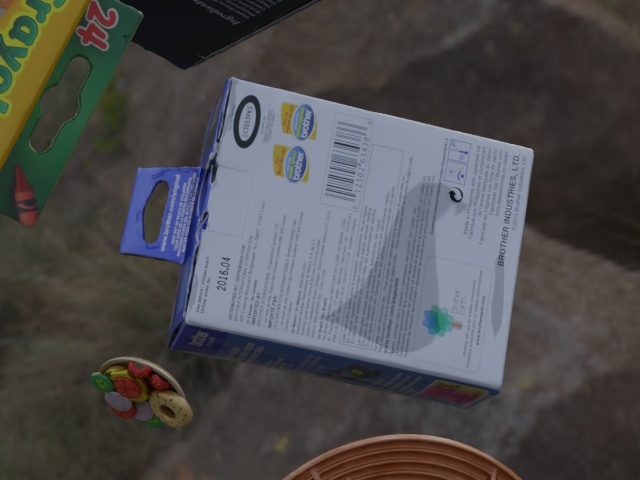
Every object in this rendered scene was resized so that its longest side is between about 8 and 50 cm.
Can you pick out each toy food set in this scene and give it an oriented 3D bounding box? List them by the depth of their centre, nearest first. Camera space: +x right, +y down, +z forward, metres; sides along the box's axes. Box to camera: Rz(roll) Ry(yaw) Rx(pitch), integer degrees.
[{"bbox_3d":[-0.153,0.130,1.496,0.082,0.083,0.020,-9,40,35],"label":"toy food set"}]

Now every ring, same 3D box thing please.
[{"bbox_3d":[0.062,0.324,1.415,0.336,0.336,0.032,-17,11,-18],"label":"ring"}]

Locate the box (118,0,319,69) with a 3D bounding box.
[{"bbox_3d":[-0.097,-0.545,2.237,0.472,0.297,0.480,-23,51,46],"label":"box"}]

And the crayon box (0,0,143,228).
[{"bbox_3d":[-0.298,-0.169,1.283,0.202,0.318,0.081,-65,18,-12],"label":"crayon box"}]

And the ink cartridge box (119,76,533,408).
[{"bbox_3d":[0.000,0.000,1.814,0.395,0.151,0.270,13,72,-10],"label":"ink cartridge box"}]
